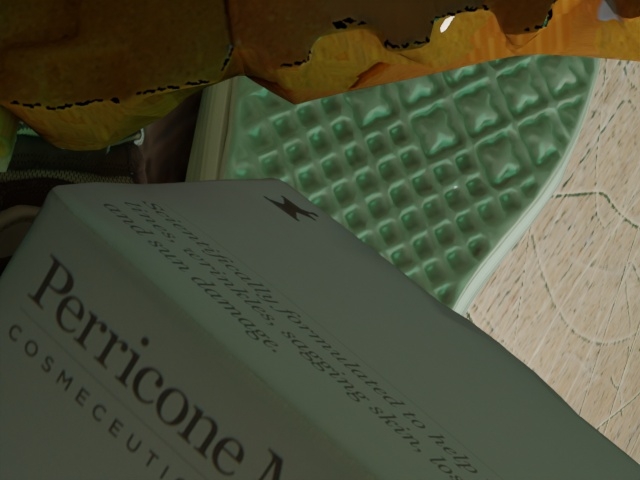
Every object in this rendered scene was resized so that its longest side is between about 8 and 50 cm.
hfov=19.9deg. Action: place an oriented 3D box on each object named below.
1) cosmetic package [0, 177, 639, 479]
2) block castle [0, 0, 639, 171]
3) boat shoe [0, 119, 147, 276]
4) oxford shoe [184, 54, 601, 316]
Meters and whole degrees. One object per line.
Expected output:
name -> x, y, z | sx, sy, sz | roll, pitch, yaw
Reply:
cosmetic package -> -0.065, 0.191, 0.584 | 0.385, 0.217, 0.156 | -60, 159, 18
block castle -> -0.023, -0.209, 0.285 | 0.453, 0.303, 0.213 | 72, 11, -62
boat shoe -> -0.124, -0.035, 0.546 | 0.257, 0.095, 0.095 | 29, 72, -73
oxford shoe -> 0.000, 0.000, 0.789 | 0.130, 0.169, 0.449 | -15, -126, 69
